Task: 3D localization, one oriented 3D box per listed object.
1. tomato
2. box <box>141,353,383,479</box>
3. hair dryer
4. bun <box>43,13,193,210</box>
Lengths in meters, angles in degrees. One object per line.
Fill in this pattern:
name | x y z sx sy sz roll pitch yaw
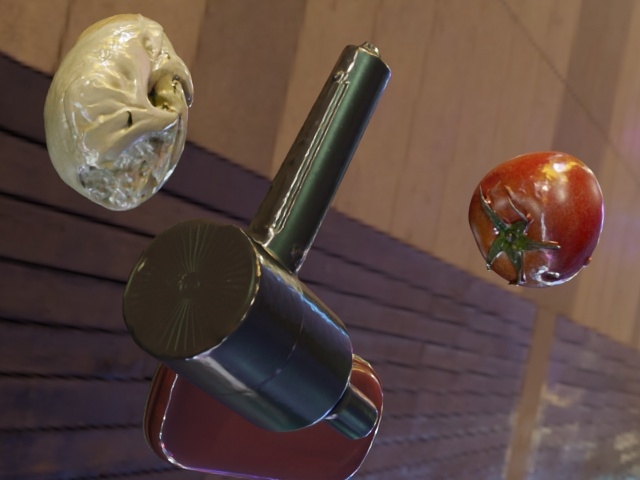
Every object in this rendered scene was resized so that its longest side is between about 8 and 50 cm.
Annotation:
tomato | 0.265 -0.034 1.639 0.167 0.167 0.167 10 90 -68
box | -0.094 0.280 2.250 0.108 0.404 0.263 -131 -122 -64
hair dryer | 0.000 0.000 1.068 0.302 0.116 0.244 -63 147 -11
bun | -0.228 -0.150 1.613 0.210 0.116 0.237 -17 110 -54
